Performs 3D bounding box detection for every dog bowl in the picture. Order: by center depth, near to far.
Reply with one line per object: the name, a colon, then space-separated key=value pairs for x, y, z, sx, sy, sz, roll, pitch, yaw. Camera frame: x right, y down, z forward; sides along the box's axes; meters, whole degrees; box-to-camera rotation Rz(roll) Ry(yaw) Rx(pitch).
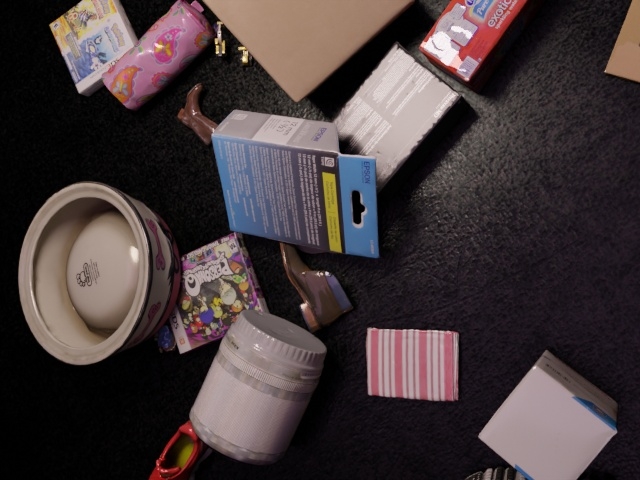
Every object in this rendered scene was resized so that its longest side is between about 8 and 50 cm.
dog bowl: x=-0.493 y=0.075 z=1.849 sx=0.408 sy=0.150 sz=0.408 roll=-2 pitch=85 yaw=30

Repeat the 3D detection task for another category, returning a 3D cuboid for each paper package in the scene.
paper package: x=-0.027 y=-0.504 z=1.652 sx=0.325 sy=0.168 sz=0.309 roll=-39 pitch=109 yaw=13

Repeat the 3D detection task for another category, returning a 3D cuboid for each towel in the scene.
towel: x=0.189 y=0.255 z=1.678 sx=0.197 sy=0.029 sz=0.144 roll=0 pitch=88 yaw=23

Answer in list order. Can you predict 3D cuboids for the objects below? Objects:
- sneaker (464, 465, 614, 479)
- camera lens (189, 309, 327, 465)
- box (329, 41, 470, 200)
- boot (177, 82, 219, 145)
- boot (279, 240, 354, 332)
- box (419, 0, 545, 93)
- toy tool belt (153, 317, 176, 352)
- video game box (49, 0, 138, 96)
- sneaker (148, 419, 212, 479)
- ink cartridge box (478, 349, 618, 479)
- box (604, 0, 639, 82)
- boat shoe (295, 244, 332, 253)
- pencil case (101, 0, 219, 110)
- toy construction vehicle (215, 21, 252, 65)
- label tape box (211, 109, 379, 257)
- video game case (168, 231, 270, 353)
sneaker: x=0.412 y=0.502 z=1.545 sx=0.292 sy=0.110 sz=0.118 roll=0 pitch=96 yaw=21
camera lens: x=-0.130 y=0.309 z=1.690 sx=0.219 sy=0.219 sz=0.274 roll=27 pitch=97 yaw=20
box: x=0.149 y=-0.242 z=1.673 sx=0.184 sy=0.103 sz=0.261 roll=45 pitch=103 yaw=20
boot: x=-0.265 y=-0.288 z=1.865 sx=0.114 sy=0.037 sz=0.106 roll=41 pitch=115 yaw=21
boot: x=-0.011 y=0.078 z=1.743 sx=0.106 sy=0.082 sz=0.219 roll=-22 pitch=84 yaw=3
box: x=0.328 y=-0.437 z=1.602 sx=0.128 sy=0.122 sz=0.257 roll=38 pitch=100 yaw=17
toy tool belt: x=-0.359 y=0.215 z=1.870 sx=0.052 sy=0.051 sz=0.083 roll=-7 pitch=85 yaw=20
video game box: x=-0.544 y=-0.485 z=1.975 sx=0.187 sy=0.048 sz=0.205 roll=-30 pitch=78 yaw=14
sneaker: x=-0.337 y=0.512 z=1.813 sx=0.107 sy=0.118 sz=0.279 roll=30 pitch=98 yaw=20
ink cartridge box: x=0.421 y=0.327 z=1.476 sx=0.171 sy=0.232 sz=0.168 roll=39 pitch=103 yaw=18
box: x=0.664 y=-0.366 z=1.528 sx=0.201 sy=0.021 sz=0.164 roll=21 pitch=95 yaw=21
boat shoe: x=0.000 y=0.000 z=1.752 sx=0.125 sy=0.038 sz=0.046 roll=1 pitch=130 yaw=26
pencil case: x=-0.370 y=-0.428 z=1.872 sx=0.284 sy=0.124 sz=0.124 roll=-41 pitch=75 yaw=14
toy construction vehicle: x=-0.196 y=-0.446 z=1.837 sx=0.085 sy=0.035 sz=0.098 roll=2 pitch=88 yaw=5
label tape box: x=-0.032 y=-0.116 z=1.665 sx=0.347 sy=0.115 sz=0.249 roll=10 pitch=131 yaw=19
video game case: x=-0.248 y=0.120 z=1.837 sx=0.232 sy=0.042 sz=0.210 roll=-23 pitch=80 yaw=18
